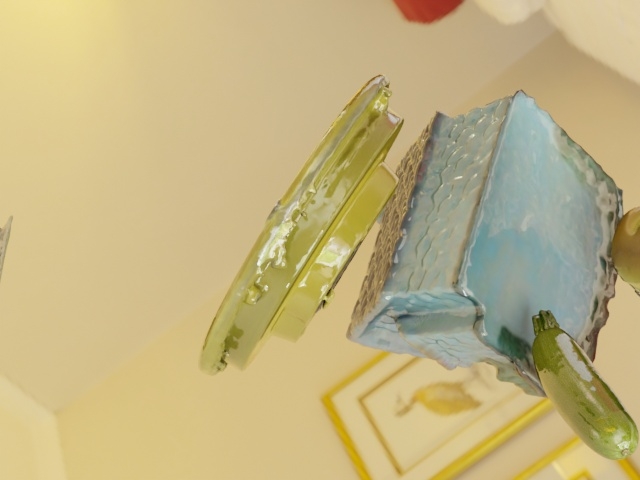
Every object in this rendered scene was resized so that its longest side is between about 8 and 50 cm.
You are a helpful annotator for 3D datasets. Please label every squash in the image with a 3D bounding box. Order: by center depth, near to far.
[{"bbox_3d":[0.295,0.170,1.253,0.066,0.066,0.252,50,-171,-29],"label":"squash"}]

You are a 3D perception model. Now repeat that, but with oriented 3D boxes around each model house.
[{"bbox_3d":[0.191,0.032,1.530,0.339,0.360,0.297,-9,145,46],"label":"model house"}]

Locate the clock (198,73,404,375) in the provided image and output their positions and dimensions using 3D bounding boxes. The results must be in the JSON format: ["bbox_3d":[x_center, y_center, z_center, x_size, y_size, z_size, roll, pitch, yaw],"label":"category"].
[{"bbox_3d":[0.000,0.000,0.724,0.057,0.237,0.237,32,-176,3],"label":"clock"}]

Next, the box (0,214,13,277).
[{"bbox_3d":[-0.426,0.096,1.095,0.106,0.264,0.337,31,-172,-19],"label":"box"}]

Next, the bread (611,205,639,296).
[{"bbox_3d":[0.516,0.030,1.361,0.260,0.158,0.156,26,169,-11],"label":"bread"}]
